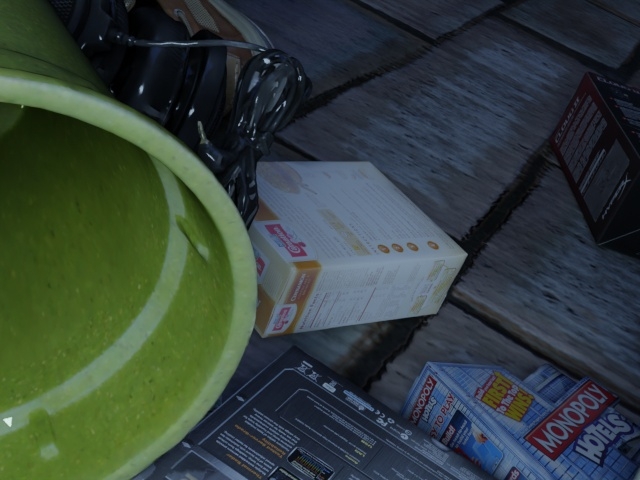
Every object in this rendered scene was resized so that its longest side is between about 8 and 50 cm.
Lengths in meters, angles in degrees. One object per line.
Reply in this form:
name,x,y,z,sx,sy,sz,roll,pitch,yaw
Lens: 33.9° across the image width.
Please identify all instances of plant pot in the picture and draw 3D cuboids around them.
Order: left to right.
plant pot,-0.200,-0.031,0.506,0.276,0.276,0.254,5,38,-31

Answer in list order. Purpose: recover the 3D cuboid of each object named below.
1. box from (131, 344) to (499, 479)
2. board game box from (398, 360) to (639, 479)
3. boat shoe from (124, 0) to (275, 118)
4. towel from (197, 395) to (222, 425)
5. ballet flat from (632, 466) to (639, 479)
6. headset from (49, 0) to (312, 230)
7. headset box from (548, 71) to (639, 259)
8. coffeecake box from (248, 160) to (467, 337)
box,0.027,0.172,0.584,0.231,0.056,0.183,31,30,14
board game box,0.162,0.145,0.729,0.194,0.060,0.194,37,31,21
boat shoe,-0.180,-0.231,1.053,0.324,0.123,0.116,39,34,29
towel,-0.118,0.058,0.704,0.113,0.023,0.152,17,29,-13
ballet flat,0.233,0.187,0.519,0.164,0.182,0.483,30,46,-20
headset,-0.170,-0.103,0.748,0.394,0.185,0.243,11,-12,40
headset box,0.410,-0.079,1.242,0.218,0.110,0.293,18,29,-12
coffeecake box,0.000,0.000,0.844,0.185,0.068,0.142,-3,38,-41
